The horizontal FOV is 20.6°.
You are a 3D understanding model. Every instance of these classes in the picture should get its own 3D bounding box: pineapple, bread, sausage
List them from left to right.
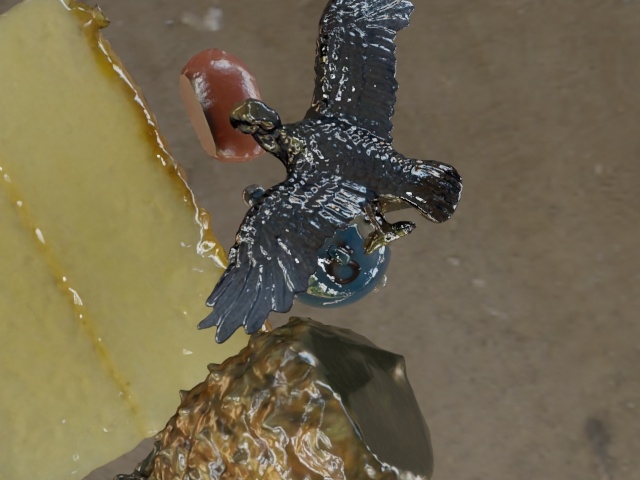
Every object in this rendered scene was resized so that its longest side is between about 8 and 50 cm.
[{"bbox_3d":[-0.191,0.016,1.105,0.207,0.279,0.279,-32,96,-15],"label":"bread"},{"bbox_3d":[-0.047,0.114,0.767,0.108,0.198,0.108,44,26,-28],"label":"pineapple"},{"bbox_3d":[-0.074,-0.106,1.390,0.054,0.059,0.094,-20,86,-22],"label":"sausage"}]

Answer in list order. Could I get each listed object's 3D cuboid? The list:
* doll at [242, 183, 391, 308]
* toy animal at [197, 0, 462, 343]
[{"bbox_3d":[0.000,0.000,1.207,0.114,0.152,0.085,33,91,-11],"label":"doll"},{"bbox_3d":[0.008,-0.038,0.826,0.108,0.062,0.220,35,62,-21],"label":"toy animal"}]
